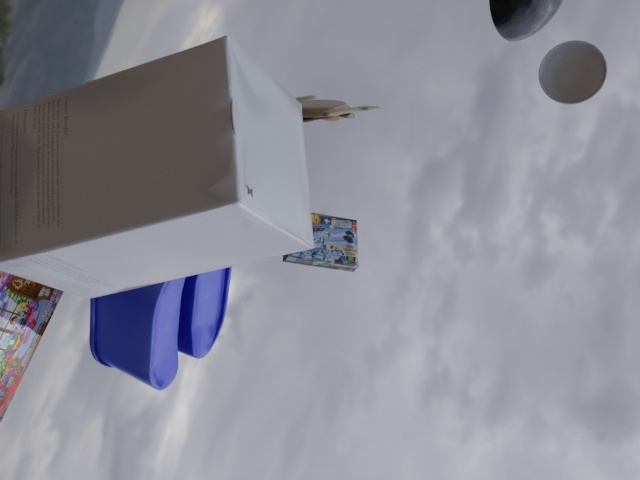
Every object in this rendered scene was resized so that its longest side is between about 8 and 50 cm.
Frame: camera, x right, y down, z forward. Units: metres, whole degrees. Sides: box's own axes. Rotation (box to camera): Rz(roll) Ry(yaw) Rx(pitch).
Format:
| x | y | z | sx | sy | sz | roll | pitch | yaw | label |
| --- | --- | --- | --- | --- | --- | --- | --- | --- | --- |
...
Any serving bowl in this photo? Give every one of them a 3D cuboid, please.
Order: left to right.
| x | y | z | sx | sy | sz | roll | pitch | yaw | label |
| --- | --- | --- | --- | --- | --- | --- | --- | --- | --- |
| 0.319 | -0.208 | 1.155 | 0.083 | 0.083 | 0.027 | -67 | 155 | 0 | serving bowl |

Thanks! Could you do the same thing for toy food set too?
| x | y | z | sx | sy | sz | roll | pitch | yaw | label |
| --- | --- | --- | --- | --- | --- | --- | --- | --- | --- |
| -0.002 | -0.222 | 1.619 | 0.192 | 0.132 | 0.039 | 19 | -63 | 50 | toy food set |

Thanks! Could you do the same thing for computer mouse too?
| x | y | z | sx | sy | sz | roll | pitch | yaw | label |
| --- | --- | --- | --- | --- | --- | --- | --- | --- | --- |
| 0.277 | -0.390 | 1.210 | 0.072 | 0.188 | 0.272 | 25 | -44 | 43 | computer mouse |

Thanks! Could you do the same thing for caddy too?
| x | y | z | sx | sy | sz | roll | pitch | yaw | label |
| --- | --- | --- | --- | --- | --- | --- | --- | --- | --- |
| -0.293 | 0.092 | 1.619 | 0.241 | 0.179 | 0.341 | -39 | 148 | -49 | caddy |

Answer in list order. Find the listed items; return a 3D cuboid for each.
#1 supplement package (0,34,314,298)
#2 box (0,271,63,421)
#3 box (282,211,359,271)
| x | y | z | sx | sy | sz | roll | pitch | yaw | label |
| --- | --- | --- | --- | --- | --- | --- | --- | --- | --- |
| -0.177 | -0.062 | 0.965 | 0.292 | 0.175 | 0.178 | -12 | -110 | 21 | supplement package |
| -0.528 | 0.140 | 1.482 | 0.293 | 0.057 | 0.201 | -66 | 158 | -8 | box |
| 0.000 | 0.000 | 1.615 | 0.027 | 0.137 | 0.094 | 137 | -43 | -57 | box |
